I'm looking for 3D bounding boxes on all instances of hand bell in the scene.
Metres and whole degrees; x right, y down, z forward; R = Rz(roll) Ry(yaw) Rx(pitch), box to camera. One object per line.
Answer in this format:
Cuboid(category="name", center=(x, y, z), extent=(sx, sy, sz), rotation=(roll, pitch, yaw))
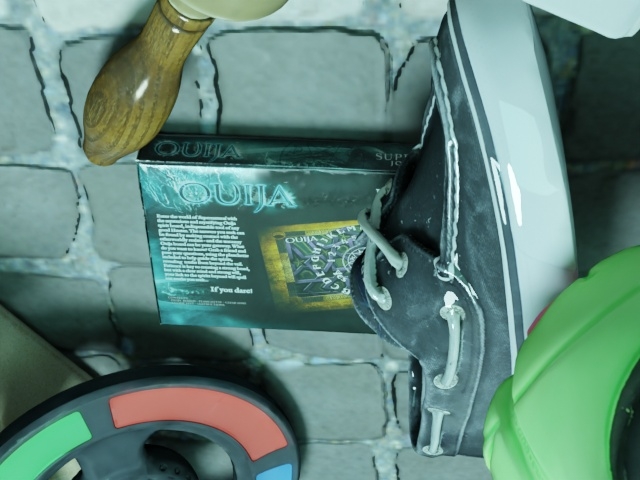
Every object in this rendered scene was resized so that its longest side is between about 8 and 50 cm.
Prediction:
Cuboid(category="hand bell", center=(-0.061, -0.098, 0.496), extent=(0.126, 0.126, 0.242), rotation=(24, 145, -18))

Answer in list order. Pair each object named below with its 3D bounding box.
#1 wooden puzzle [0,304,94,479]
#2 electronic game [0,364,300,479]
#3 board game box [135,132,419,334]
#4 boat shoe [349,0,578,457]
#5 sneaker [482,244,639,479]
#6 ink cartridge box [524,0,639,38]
Cuboid(category="wooden puzzle", center=(-0.351, 0.112, 0.735), extent=(0.348, 0.080, 0.322), rotation=(-24, 128, 26))
Cuboid(category="electronic game", center=(-0.121, 0.171, 0.738), extent=(0.229, 0.048, 0.229), rotation=(-14, 129, -17))
Cuboid(category="board game box", center=(0.000, 0.000, 0.623), extent=(0.186, 0.026, 0.126), rotation=(3, 134, 3))
Cuboid(category="boat shoe", center=(0.063, 0.010, 0.541), extent=(0.102, 0.108, 0.301), rotation=(-6, 141, 6))
Cuboid(category="sneaker", center=(0.303, 0.096, 0.511), extent=(0.482, 0.202, 0.185), rotation=(-8, 140, -22))
Cuboid(category="ink cartridge box", center=(0.039, -0.162, 0.339), extent=(0.139, 0.191, 0.082), rotation=(19, 133, -14))
